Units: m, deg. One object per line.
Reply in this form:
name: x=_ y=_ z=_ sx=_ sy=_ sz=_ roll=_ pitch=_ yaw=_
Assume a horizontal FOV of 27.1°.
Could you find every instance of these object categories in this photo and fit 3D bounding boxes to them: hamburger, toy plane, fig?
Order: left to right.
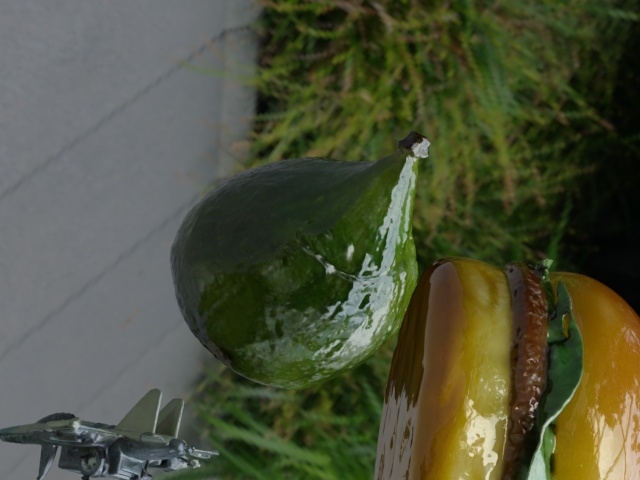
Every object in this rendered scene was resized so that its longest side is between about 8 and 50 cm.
toy plane: x=-0.232 y=0.208 z=1.323 sx=0.192 sy=0.262 sz=0.088 roll=31 pitch=53 yaw=-50
fig: x=0.000 y=0.000 z=1.071 sx=0.203 sy=0.203 sz=0.235 roll=-36 pitch=170 yaw=-42
hamburger: x=0.125 y=0.130 z=0.802 sx=0.246 sy=0.169 sz=0.246 roll=-173 pitch=-90 yaw=-86
